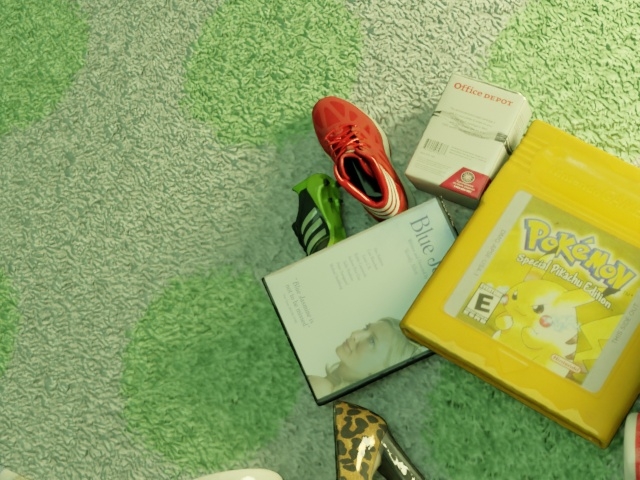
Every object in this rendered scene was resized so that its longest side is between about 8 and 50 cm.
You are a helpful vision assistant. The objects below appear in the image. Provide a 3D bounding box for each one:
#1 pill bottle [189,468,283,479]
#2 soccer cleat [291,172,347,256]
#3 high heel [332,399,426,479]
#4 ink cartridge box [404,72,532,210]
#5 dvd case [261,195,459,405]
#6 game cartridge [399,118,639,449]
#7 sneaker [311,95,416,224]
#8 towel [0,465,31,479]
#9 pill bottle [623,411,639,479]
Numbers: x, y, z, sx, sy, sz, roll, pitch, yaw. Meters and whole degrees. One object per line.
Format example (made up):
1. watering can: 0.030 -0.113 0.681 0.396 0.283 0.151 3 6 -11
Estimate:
1. pill bottle: -0.095 0.424 1.552 0.162 0.162 0.278 -19 66 13
2. soccer cleat: 0.000 0.000 1.726 0.072 0.060 0.179 -20 68 38
3. high heel: -0.002 0.306 1.551 0.261 0.093 0.186 -26 64 -32
4. ink cartridge box: 0.192 -0.126 1.687 0.109 0.063 0.150 22 80 25
5. dvd case: 0.074 0.076 1.647 0.253 0.022 0.180 -25 79 3
6. game cartridge: 0.297 0.043 1.567 0.285 0.052 0.323 29 77 21
7. sneaker: 0.045 -0.122 1.704 0.087 0.128 0.221 -38 65 4
8. towel: -0.405 0.428 1.736 0.285 0.034 0.209 22 80 25
9. pill bottle: 0.432 0.244 1.448 0.180 0.108 0.108 -3 71 20
